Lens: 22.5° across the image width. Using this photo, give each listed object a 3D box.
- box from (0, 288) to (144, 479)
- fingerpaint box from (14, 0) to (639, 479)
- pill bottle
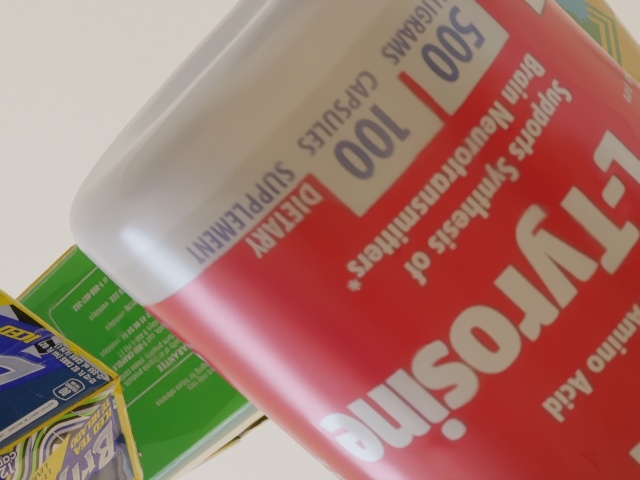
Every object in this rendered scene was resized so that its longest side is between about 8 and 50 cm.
[{"bbox_3d":[-0.137,0.045,0.562,0.059,0.169,0.054,-32,-48,-30],"label":"box"},{"bbox_3d":[0.000,0.000,1.138,0.445,0.163,0.371,-40,-7,27],"label":"fingerpaint box"},{"bbox_3d":[0.103,0.043,0.755,0.408,0.229,0.229,42,-96,-11],"label":"pill bottle"}]
